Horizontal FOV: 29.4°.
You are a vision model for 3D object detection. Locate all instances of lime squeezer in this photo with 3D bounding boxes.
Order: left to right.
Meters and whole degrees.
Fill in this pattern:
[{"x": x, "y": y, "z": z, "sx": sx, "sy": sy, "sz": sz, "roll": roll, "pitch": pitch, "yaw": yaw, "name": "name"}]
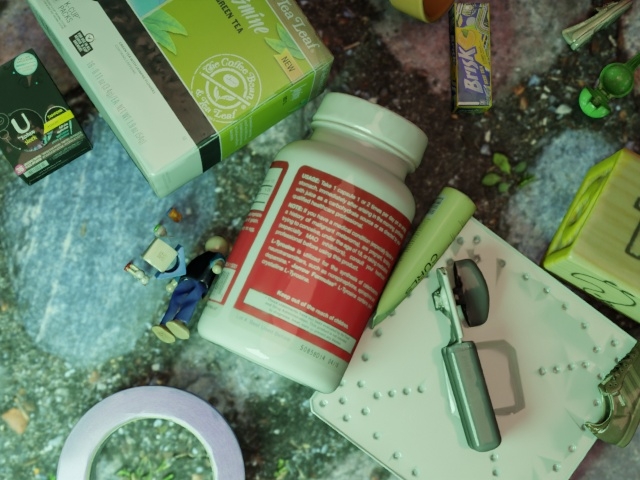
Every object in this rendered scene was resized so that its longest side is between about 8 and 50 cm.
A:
[{"x": 0.467, "y": -0.258, "z": 1.936, "sx": 0.059, "sy": 0.110, "sz": 0.310, "roll": 37, "pitch": 51, "yaw": 17, "name": "lime squeezer"}]

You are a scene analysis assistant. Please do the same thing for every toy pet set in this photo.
[{"x": -0.232, "y": 0.020, "z": 1.855, "sx": 0.065, "sy": 0.114, "sz": 0.122, "roll": 38, "pitch": 84, "yaw": -14, "name": "toy pet set"}]

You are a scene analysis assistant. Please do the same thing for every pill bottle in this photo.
[{"x": 0.000, "y": 0.000, "z": 1.806, "sx": 0.229, "sy": 0.229, "sz": 0.408, "roll": 25, "pitch": 83, "yaw": -1, "name": "pill bottle"}]

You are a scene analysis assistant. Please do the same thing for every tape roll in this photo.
[{"x": -0.249, "y": 0.353, "z": 1.819, "sx": 0.274, "sy": 0.090, "sz": 0.275, "roll": 0, "pitch": 84, "yaw": -4, "name": "tape roll"}]

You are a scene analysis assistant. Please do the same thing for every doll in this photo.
[{"x": -0.192, "y": 0.066, "z": 1.846, "sx": 0.046, "sy": 0.129, "sz": 0.189, "roll": 44, "pitch": 52, "yaw": -25, "name": "doll"}]

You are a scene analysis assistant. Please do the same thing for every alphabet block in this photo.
[{"x": 0.478, "y": -0.001, "z": 1.859, "sx": 0.197, "sy": 0.192, "sz": 0.193, "roll": 29, "pitch": 81, "yaw": 0, "name": "alphabet block"}]

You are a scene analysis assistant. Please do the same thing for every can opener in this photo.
[{"x": 0.233, "y": 0.169, "z": 1.829, "sx": 0.095, "sy": 0.076, "sz": 0.284, "roll": -15, "pitch": 86, "yaw": -5, "name": "can opener"}]

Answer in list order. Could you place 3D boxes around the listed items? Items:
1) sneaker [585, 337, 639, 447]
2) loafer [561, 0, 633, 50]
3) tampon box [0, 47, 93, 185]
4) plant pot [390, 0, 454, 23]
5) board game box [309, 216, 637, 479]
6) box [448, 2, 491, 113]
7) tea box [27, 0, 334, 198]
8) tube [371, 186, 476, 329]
[{"x": 0.461, "y": 0.215, "z": 1.845, "sx": 0.071, "sy": 0.066, "sz": 0.188, "roll": 21, "pitch": 82, "yaw": -1, "name": "sneaker"}, {"x": 0.446, "y": -0.359, "z": 1.971, "sx": 0.125, "sy": 0.045, "sz": 0.039, "roll": -38, "pitch": 81, "yaw": -4, "name": "loafer"}, {"x": -0.443, "y": -0.186, "z": 1.859, "sx": 0.120, "sy": 0.101, "sz": 0.161, "roll": -32, "pitch": 86, "yaw": -7, "name": "tampon box"}, {"x": 0.125, "y": -0.501, "z": 1.863, "sx": 0.203, "sy": 0.291, "sz": 0.291, "roll": 23, "pitch": 82, "yaw": 16, "name": "plant pot"}, {"x": 0.245, "y": 0.216, "z": 1.888, "sx": 0.390, "sy": 0.050, "sz": 0.390, "roll": 37, "pitch": 82, "yaw": 0, "name": "board game box"}, {"x": 0.238, "y": -0.289, "z": 1.942, "sx": 0.059, "sy": 0.054, "sz": 0.169, "roll": 0, "pitch": 84, "yaw": -4, "name": "box"}, {"x": -0.204, "y": -0.293, "z": 1.828, "sx": 0.323, "sy": 0.220, "sz": 0.329, "roll": -35, "pitch": 87, "yaw": -7, "name": "tea box"}, {"x": 0.146, "y": 0.031, "z": 1.838, "sx": 0.240, "sy": 0.062, "sz": 0.070, "roll": -54, "pitch": 130, "yaw": -12, "name": "tube"}]
